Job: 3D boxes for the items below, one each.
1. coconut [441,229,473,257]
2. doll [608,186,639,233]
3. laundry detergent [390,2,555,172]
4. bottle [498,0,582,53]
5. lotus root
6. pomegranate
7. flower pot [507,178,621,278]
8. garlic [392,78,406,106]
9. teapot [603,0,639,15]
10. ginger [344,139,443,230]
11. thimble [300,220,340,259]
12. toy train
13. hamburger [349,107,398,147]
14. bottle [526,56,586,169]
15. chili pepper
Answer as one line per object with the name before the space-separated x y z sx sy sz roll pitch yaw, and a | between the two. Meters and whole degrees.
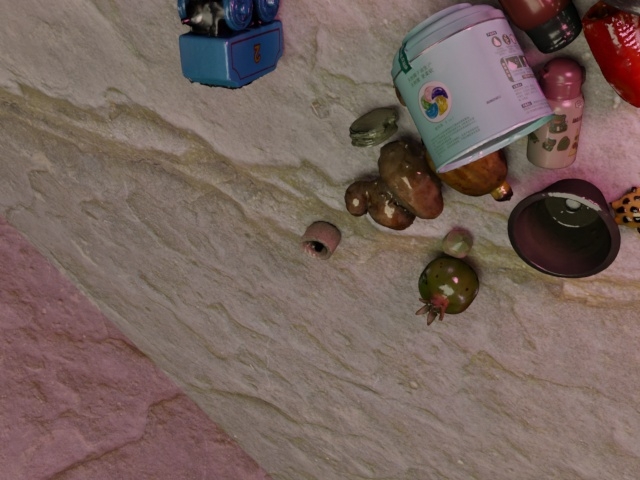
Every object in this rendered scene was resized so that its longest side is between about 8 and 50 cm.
coconut | 0.400 0.009 1.949 0.081 0.082 0.083 137 123 -70
doll | 0.844 -0.089 1.600 0.291 0.086 0.117 -12 90 35
laundry detergent | 0.326 -0.349 1.505 0.287 0.287 0.305 -29 83 43
bottle | 0.429 -0.550 1.417 0.144 0.144 0.336 -23 113 41
lotus root | 0.381 -0.207 1.735 0.314 0.141 0.169 40 139 -18
pomegranate | 0.365 0.154 1.987 0.181 0.224 0.182 23 140 21
flower pot | 0.624 -0.051 1.700 0.268 0.166 0.269 17 133 19
garlic | 0.228 -0.390 1.695 0.066 0.152 0.084 -16 91 -4
teapot | 0.680 -0.534 1.209 0.321 0.239 0.239 19 136 15
ginger | 0.208 -0.132 1.885 0.244 0.155 0.304 41 135 -9
thimble | 0.000 0.000 2.167 0.115 0.090 0.102 26 138 7
toy train | -0.227 -0.528 1.708 0.187 0.300 0.265 12 121 22
hamburger | 0.141 -0.301 1.799 0.133 0.140 0.062 29 149 58
bottle | 0.554 -0.300 1.570 0.120 0.120 0.253 12 131 21
chili pepper | 0.684 -0.359 1.438 0.338 0.131 0.134 48 164 -22
